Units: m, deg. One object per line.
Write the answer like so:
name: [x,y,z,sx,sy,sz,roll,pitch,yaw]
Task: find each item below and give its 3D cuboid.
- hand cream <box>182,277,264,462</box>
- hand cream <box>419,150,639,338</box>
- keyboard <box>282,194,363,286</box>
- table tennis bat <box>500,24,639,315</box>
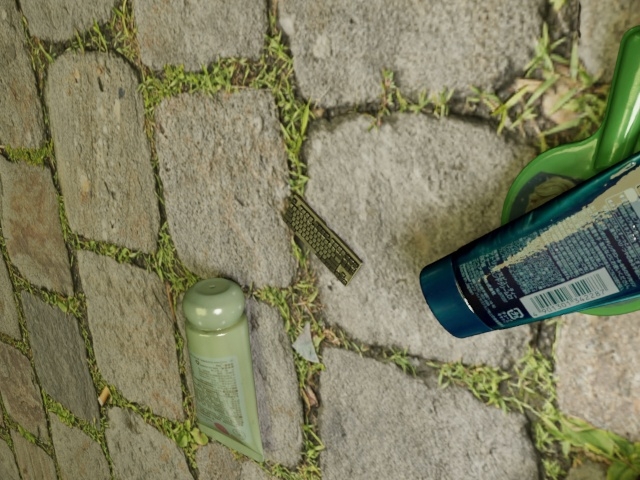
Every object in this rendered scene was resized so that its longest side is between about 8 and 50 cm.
hand cream: [-0.156,0.209,0.870,0.147,0.093,0.306,13,116,30]
hand cream: [0.213,0.016,0.483,0.270,0.061,0.120,-30,93,42]
keyboard: [0.000,0.000,0.711,0.129,0.015,0.049,47,130,17]
table tennis bat: [0.246,-0.048,0.477,0.160,0.039,0.257,23,122,31]
